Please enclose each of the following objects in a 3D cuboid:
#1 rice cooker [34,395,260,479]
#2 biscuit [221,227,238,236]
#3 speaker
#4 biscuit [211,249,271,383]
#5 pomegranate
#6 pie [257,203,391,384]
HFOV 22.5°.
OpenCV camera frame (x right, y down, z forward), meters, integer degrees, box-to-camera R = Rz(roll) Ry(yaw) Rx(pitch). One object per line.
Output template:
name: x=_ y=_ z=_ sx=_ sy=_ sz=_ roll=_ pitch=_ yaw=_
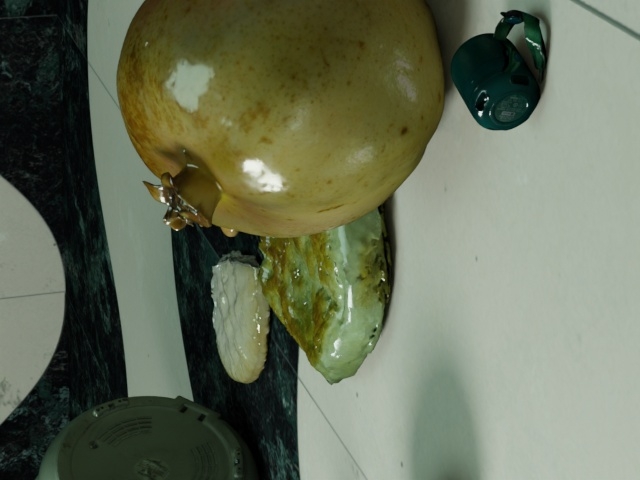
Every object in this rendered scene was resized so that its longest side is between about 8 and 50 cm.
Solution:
rice cooker: x=-0.256 y=0.424 z=2.316 sx=0.335 sy=0.335 sz=0.325 roll=-116 pitch=26 yaw=-46
biscuit: x=-0.139 y=-0.144 z=2.231 sx=0.160 sy=0.030 sz=0.249 roll=-122 pitch=31 yaw=-53
speaker: x=0.155 y=-0.143 z=1.323 sx=0.094 sy=0.060 sz=0.075 roll=-45 pitch=43 yaw=22
biscuit: x=-0.113 y=0.098 z=2.222 sx=0.265 sy=0.040 sz=0.188 roll=110 pitch=147 yaw=-53
pomegranate: x=-0.044 y=-0.137 z=1.494 sx=0.319 sy=0.319 sz=0.319 roll=174 pitch=90 yaw=-72
pie: x=0.000 y=0.000 z=1.790 sx=0.371 sy=0.078 sz=0.296 roll=102 pitch=155 yaw=-47
